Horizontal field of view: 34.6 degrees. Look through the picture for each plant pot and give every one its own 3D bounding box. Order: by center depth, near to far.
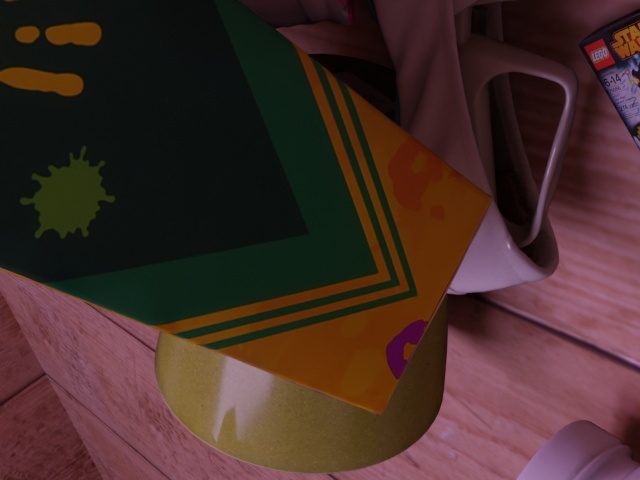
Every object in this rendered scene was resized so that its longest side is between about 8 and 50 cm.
[{"bbox_3d":[0.000,0.000,0.892,0.275,0.275,0.293,35,132,33],"label":"plant pot"}]

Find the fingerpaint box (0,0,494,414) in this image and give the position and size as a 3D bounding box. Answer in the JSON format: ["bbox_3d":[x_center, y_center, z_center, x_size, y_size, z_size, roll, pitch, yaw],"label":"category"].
[{"bbox_3d":[-0.178,-0.094,0.634,0.445,0.163,0.371,26,177,44],"label":"fingerpaint box"}]

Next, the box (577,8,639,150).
[{"bbox_3d":[0.227,-0.103,0.609,0.094,0.027,0.137,58,154,-7],"label":"box"}]

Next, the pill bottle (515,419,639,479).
[{"bbox_3d":[0.302,0.284,0.775,0.334,0.188,0.188,32,147,36],"label":"pill bottle"}]

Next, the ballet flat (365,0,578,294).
[{"bbox_3d":[0.103,-0.137,0.672,0.139,0.139,0.400,24,135,45],"label":"ballet flat"}]

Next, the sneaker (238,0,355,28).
[{"bbox_3d":[-0.038,-0.201,0.740,0.252,0.111,0.103,-93,-2,-78],"label":"sneaker"}]
